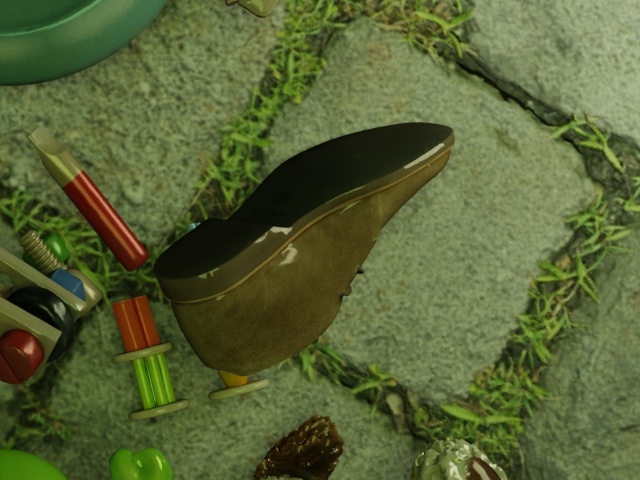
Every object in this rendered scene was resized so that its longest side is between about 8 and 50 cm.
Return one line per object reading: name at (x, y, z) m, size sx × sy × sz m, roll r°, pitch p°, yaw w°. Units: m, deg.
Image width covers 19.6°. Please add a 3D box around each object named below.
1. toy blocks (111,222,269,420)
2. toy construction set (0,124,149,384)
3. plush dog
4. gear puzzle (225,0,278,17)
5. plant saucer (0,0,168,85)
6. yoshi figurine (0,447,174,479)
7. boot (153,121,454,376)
toy blocks at (-0.118, 0.064, 1.548) m, size 0.123 × 0.054 × 0.148 m, roll -13°, pitch 89°, yaw -12°
toy construction set at (-0.311, 0.013, 1.423) m, size 0.309 × 0.257 × 0.237 m, roll -43°, pitch 102°, yaw -33°
plush dog at (0.008, 0.276, 1.518) m, size 0.225 × 0.210 × 0.262 m, roll 27°, pitch 53°, yaw 6°
gear puzzle at (-0.035, -0.366, 1.602) m, size 0.175 × 0.044 × 0.339 m, roll 32°, pitch 78°, yaw -5°
plant saucer at (-0.258, -0.286, 1.522) m, size 0.318 × 0.044 × 0.317 m, roll 0°, pitch 85°, yaw 1°
yoshi figurine at (-0.215, 0.224, 1.363) m, size 0.203 × 0.362 × 0.203 m, roll 25°, pitch 83°, yaw -7°
boot at (0.000, 0.000, 1.544) m, size 0.305 × 0.112 × 0.115 m, roll -35°, pitch 118°, yaw -29°
